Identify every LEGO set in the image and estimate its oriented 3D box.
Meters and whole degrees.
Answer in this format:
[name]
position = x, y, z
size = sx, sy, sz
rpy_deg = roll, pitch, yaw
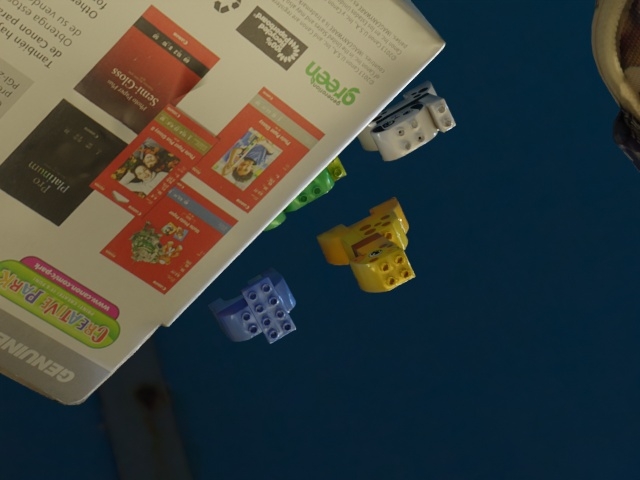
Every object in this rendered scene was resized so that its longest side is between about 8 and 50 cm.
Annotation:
[LEGO set]
position = 0.000, 0.000, 0.904
size = 0.227, 0.093, 0.087
rpy_deg = -30, -70, -8

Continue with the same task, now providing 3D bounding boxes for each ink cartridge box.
[ink cartridge box]
position = -0.151, -0.107, 0.712
size = 0.272, 0.130, 0.309
rpy_deg = -45, -55, 12

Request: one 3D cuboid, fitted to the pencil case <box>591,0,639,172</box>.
[pencil case]
position = 0.232, -0.196, 0.794
size = 0.160, 0.410, 0.183
rpy_deg = -4, -50, 17
